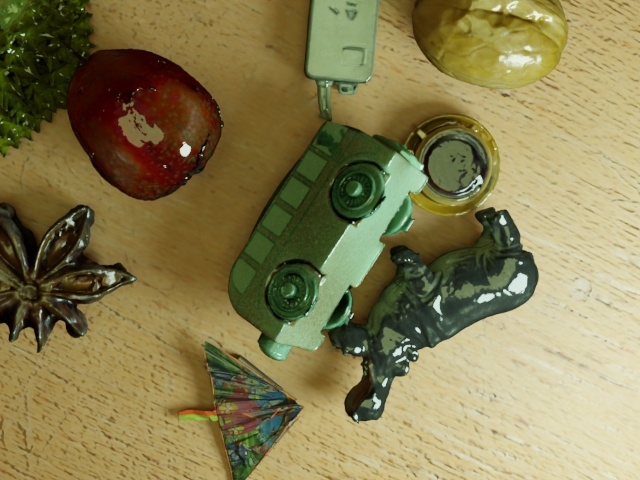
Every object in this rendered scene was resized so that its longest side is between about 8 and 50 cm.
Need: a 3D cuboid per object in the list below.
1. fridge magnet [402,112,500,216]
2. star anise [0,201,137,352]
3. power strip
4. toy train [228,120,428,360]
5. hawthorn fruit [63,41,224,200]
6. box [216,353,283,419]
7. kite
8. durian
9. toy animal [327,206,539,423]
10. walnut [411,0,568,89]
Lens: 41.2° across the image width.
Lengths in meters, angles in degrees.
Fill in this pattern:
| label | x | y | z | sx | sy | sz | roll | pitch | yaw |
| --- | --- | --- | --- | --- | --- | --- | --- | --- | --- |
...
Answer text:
| label | x | y | z | sx | sy | sz | roll | pitch | yaw |
| --- | --- | --- | --- | --- | --- | --- | --- | --- | --- |
| fridge magnet | 0.178 | -0.103 | 1.167 | 0.143 | 0.063 | 0.143 | 0 | 95 | -3 |
| star anise | -0.380 | 0.037 | 1.136 | 0.220 | 0.099 | 0.214 | 43 | 79 | -4 |
| power strip | 0.030 | -0.303 | 1.135 | 0.093 | 0.053 | 0.287 | 4 | 97 | -5 |
| toy train | 0.000 | 0.000 | 1.116 | 0.159 | 0.129 | 0.326 | 36 | 96 | 33 |
| hawthorn fruit | -0.242 | -0.161 | 1.073 | 0.235 | 0.181 | 0.181 | 39 | 94 | -8 |
| box | -0.100 | 0.208 | 1.211 | 0.083 | 0.024 | 0.053 | 39 | 94 | -7 |
| kite | -0.112 | 0.253 | 1.201 | 0.184 | 0.014 | 0.241 | -2 | 108 | 6 |
| durian | -0.441 | -0.214 | 1.106 | 0.356 | 0.157 | 0.169 | -33 | 63 | 0 |
| toy animal | 0.136 | 0.091 | 1.171 | 0.343 | 0.106 | 0.168 | -38 | 96 | 4 |
| walnut | 0.220 | -0.277 | 1.102 | 0.207 | 0.159 | 0.159 | 13 | 97 | -5 |
